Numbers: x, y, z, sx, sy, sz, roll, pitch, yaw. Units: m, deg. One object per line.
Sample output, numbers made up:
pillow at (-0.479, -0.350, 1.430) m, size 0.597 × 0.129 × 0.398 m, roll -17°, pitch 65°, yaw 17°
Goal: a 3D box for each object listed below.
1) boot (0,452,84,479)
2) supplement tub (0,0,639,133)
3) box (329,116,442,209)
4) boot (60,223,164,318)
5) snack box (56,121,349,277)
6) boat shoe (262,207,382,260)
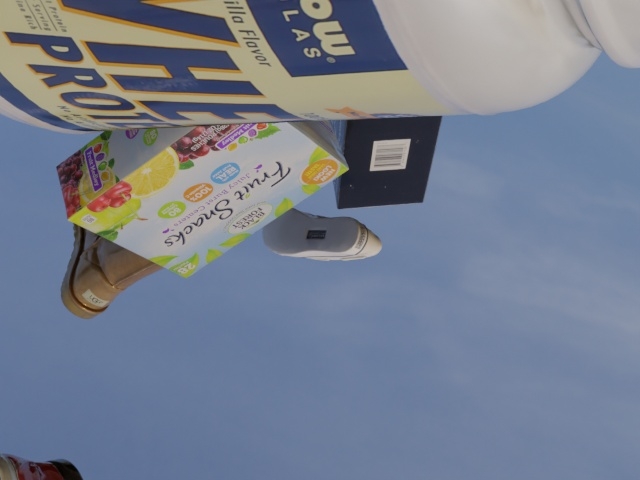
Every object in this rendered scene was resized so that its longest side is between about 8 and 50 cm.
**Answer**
boot at (-0.285, 0.342, 1.207) m, size 0.176 × 0.088 × 0.244 m, roll 30°, pitch -131°, yaw -63°
supplement tub at (-0.004, -0.166, 0.494) m, size 0.324 × 0.235 × 0.235 m, roll 1°, pitch -163°, yaw 29°
box at (0.104, -0.282, 2.213) m, size 0.179 × 0.343 × 0.313 m, roll -4°, pitch -122°, yaw -6°
boot at (-0.204, -0.038, 1.480) m, size 0.089 × 0.269 × 0.236 m, roll 30°, pitch -136°, yaw -33°
snack box at (-0.106, -0.067, 1.088) m, size 0.174 × 0.207 × 0.070 m, roll 33°, pitch -149°, yaw -52°
boat shoe at (0.000, 0.000, 2.149) m, size 0.258 × 0.095 × 0.084 m, roll 12°, pitch 171°, yaw 46°
